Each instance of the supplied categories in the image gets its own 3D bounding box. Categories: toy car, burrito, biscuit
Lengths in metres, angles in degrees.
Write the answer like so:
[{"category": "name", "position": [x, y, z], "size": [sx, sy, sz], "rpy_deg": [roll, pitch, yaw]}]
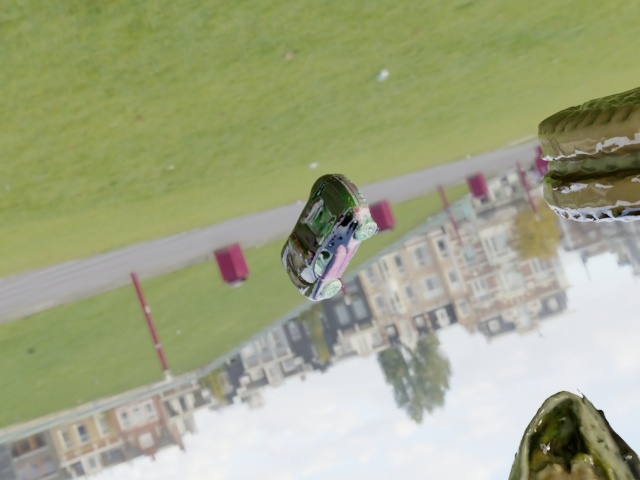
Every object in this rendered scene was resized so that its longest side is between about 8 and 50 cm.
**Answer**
[{"category": "toy car", "position": [0.000, 0.000, 0.924], "size": [0.055, 0.069, 0.142], "rpy_deg": [-14, 145, -39]}, {"category": "burrito", "position": [0.230, 0.297, 0.877], "size": [0.135, 0.190, 0.332], "rpy_deg": [-28, 143, -7]}, {"category": "biscuit", "position": [0.268, -0.075, 0.667], "size": [0.259, 0.079, 0.259], "rpy_deg": [-13, -173, 2]}]
